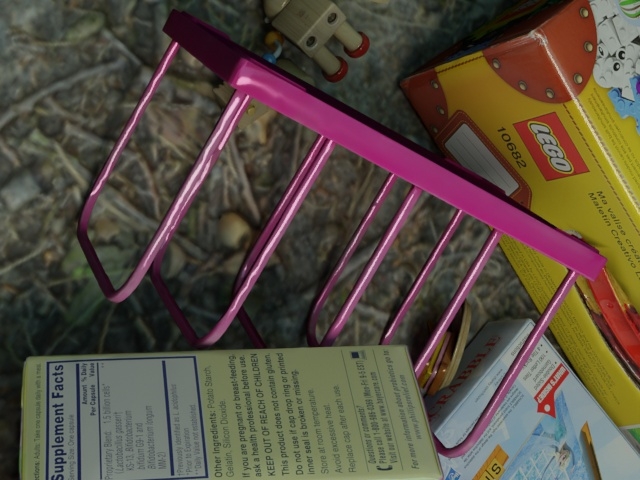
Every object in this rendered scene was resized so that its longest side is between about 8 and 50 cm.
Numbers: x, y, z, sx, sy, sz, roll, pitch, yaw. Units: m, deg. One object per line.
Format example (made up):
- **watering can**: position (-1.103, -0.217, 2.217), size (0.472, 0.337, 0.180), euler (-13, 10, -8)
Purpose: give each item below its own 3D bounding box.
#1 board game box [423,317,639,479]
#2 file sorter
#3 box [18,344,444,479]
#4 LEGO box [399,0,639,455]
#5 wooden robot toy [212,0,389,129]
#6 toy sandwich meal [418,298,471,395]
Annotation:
- **board game box**: position (0.152, 0.284, 1.119), size (0.319, 0.066, 0.318), euler (-46, 105, -24)
- **file sorter**: position (0.000, 0.000, 0.975), size (0.290, 0.202, 0.182), euler (27, 98, -24)
- **box**: position (-0.063, 0.185, 0.891), size (0.242, 0.117, 0.214), euler (-1, 129, -9)
- **LEGO box**: position (0.363, -0.035, 1.190), size (0.372, 0.193, 0.500), euler (-39, 103, -26)
- **wooden robot toy**: position (-0.018, -0.163, 1.083), size (0.173, 0.079, 0.076), euler (-47, 141, 1)
- **toy sandwich meal**: position (0.094, 0.082, 1.108), size (0.029, 0.085, 0.086), euler (17, 76, -2)
